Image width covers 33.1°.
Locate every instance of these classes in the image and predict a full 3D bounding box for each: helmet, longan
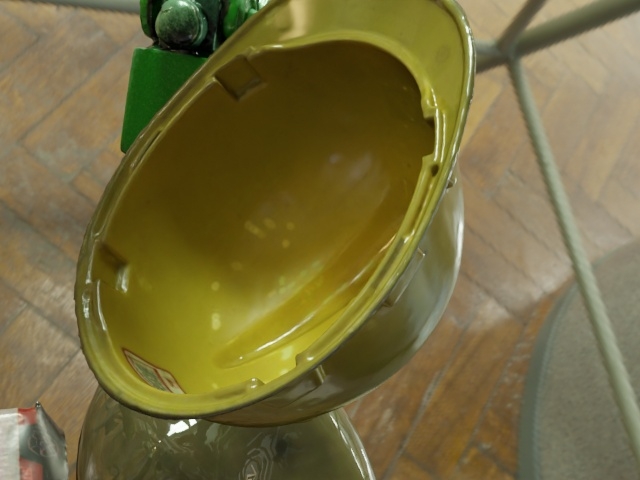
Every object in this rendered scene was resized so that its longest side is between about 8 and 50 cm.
[{"bbox_3d":[0.000,0.000,0.579,0.257,0.205,0.140,-55,139,-10],"label":"helmet"},{"bbox_3d":[-0.082,0.244,1.027,0.288,0.288,0.350,-32,78,-39],"label":"longan"}]

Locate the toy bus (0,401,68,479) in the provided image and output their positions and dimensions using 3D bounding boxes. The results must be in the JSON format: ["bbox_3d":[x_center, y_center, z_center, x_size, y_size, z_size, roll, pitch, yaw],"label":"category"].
[{"bbox_3d":[-0.395,0.365,1.365,0.147,0.127,0.303,1,57,-16],"label":"toy bus"}]

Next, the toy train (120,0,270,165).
[{"bbox_3d":[-0.063,-0.116,0.728,0.085,0.119,0.251,11,9,9],"label":"toy train"}]
